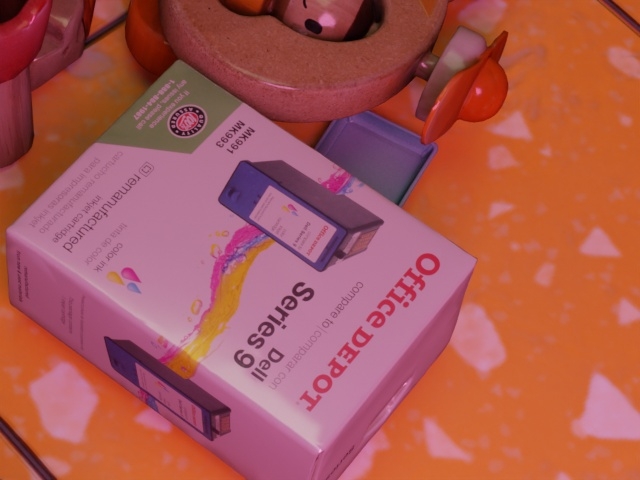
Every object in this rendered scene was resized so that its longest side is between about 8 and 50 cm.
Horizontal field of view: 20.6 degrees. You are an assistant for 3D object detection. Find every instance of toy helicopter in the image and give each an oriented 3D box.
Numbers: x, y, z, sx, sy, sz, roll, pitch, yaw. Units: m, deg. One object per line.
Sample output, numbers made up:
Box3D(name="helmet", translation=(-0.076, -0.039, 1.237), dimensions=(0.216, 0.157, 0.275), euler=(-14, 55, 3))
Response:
Box3D(name="toy helicopter", translation=(0.066, -0.162, 1.100), dimensions=(0.355, 0.140, 0.235), euler=(-25, 58, -34))

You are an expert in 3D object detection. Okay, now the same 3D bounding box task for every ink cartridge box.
Box3D(name="ink cartridge box", translation=(-0.044, 0.024, 0.971), dimensions=(0.212, 0.093, 0.154), euler=(36, 61, 12))

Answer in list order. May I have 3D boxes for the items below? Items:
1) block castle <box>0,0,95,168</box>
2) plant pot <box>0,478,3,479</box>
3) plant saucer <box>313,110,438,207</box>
Box3D(name="block castle", translation=(-0.276, -0.283, 1.075), dimensions=(0.303, 0.213, 0.453), euler=(7, 58, -3))
Box3D(name="plant pot", translation=(-0.227, 0.251, 0.755), dimensions=(0.284, 0.191, 0.284), euler=(15, 44, -15))
Box3D(name="plant saucer", translation=(0.000, 0.000, 1.054), dimensions=(0.067, 0.018, 0.192), euler=(27, 59, 10))
